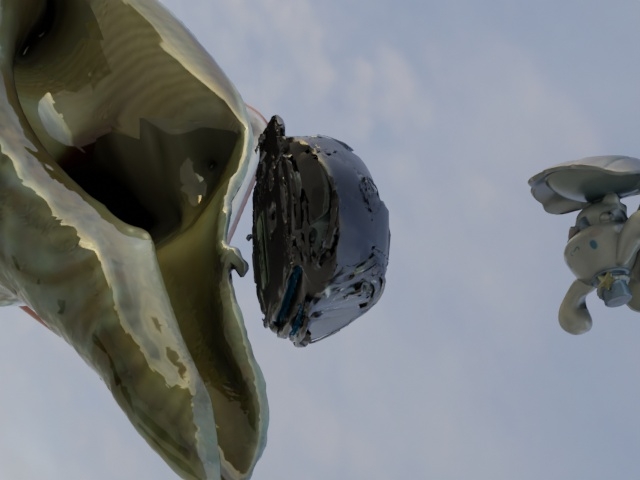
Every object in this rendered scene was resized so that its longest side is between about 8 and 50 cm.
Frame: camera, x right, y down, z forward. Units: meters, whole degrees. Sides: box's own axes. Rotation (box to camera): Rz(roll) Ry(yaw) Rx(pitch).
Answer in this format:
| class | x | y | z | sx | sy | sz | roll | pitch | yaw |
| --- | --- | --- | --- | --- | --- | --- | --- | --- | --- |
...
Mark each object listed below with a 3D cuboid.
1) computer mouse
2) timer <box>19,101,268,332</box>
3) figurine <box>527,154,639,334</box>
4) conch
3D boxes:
| class | x | y | z | sx | sy | sz | roll | pitch | yaw |
| --- | --- | --- | --- | --- | --- | --- | --- | --- | --- |
| computer mouse | 0.000 | 0.000 | 1.018 | 0.242 | 0.077 | 0.146 | 126 | -40 | -72 |
| timer | -0.209 | -0.062 | 1.348 | 0.161 | 0.257 | 0.250 | -17 | -49 | 43 |
| figurine | 0.156 | 0.001 | 0.792 | 0.094 | 0.082 | 0.086 | 146 | -60 | -67 |
| conch | -0.134 | -0.041 | 0.631 | 0.386 | 0.203 | 0.169 | 53 | -28 | 17 |
